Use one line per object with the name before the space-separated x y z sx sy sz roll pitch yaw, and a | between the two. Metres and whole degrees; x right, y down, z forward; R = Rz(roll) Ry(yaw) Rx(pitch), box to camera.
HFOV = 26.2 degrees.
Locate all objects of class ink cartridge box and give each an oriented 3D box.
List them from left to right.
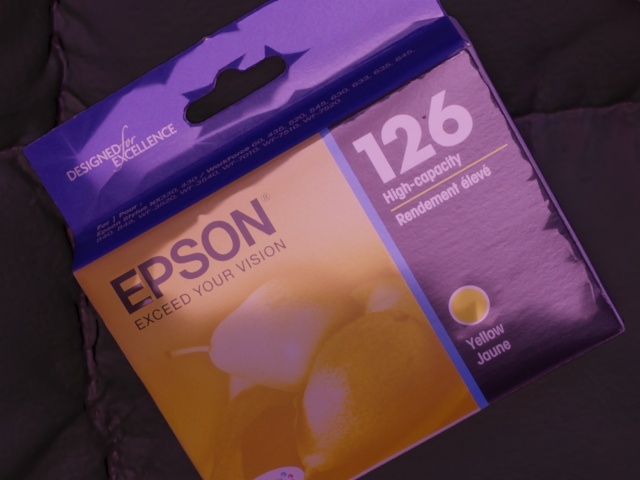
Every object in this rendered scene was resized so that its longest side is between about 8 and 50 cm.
ink cartridge box | 0.000 0.000 0.920 0.304 0.072 0.307 -30 102 7

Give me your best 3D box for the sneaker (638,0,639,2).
sneaker | 0.354 -0.227 0.834 0.321 0.124 0.180 1 104 1
